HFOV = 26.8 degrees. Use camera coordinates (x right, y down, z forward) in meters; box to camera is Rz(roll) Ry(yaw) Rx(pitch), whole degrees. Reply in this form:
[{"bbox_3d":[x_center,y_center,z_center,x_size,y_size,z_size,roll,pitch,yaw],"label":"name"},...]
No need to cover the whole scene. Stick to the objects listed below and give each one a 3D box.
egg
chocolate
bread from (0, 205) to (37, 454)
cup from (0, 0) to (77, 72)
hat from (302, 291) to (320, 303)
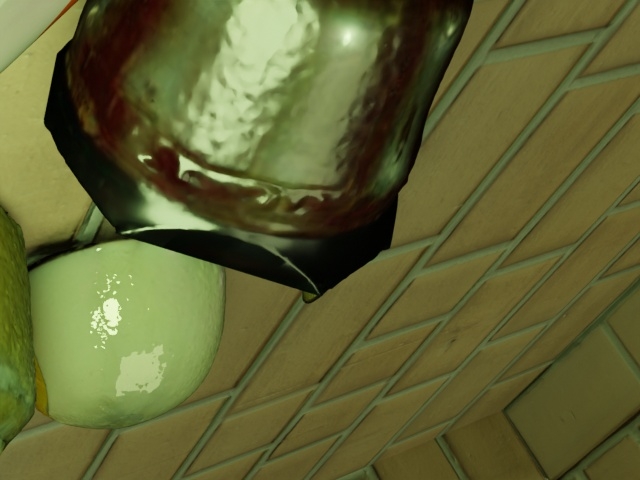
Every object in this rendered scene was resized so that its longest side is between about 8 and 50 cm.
[{"bbox_3d":[-0.268,0.150,1.812,0.337,0.201,0.337,-10,156,-4],"label":"egg"},{"bbox_3d":[-0.021,-0.198,1.226,0.384,0.383,0.331,-13,153,-40],"label":"chocolate"},{"bbox_3d":[-0.459,0.158,1.500,0.395,0.264,0.239,-37,145,-1],"label":"bread"},{"bbox_3d":[-0.211,-0.277,1.054,0.288,0.203,0.203,-39,159,0],"label":"cup"},{"bbox_3d":[0.000,0.000,2.114,0.193,0.082,0.193,-53,-169,16],"label":"hat"}]
